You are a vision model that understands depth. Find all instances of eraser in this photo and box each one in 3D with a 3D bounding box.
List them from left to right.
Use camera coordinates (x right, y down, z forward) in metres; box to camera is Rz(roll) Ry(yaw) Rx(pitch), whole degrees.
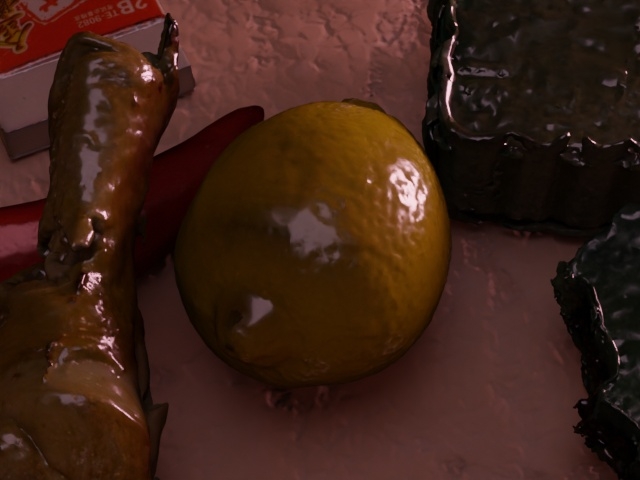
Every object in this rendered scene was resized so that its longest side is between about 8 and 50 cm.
[{"bbox_3d":[-0.213,-0.183,1.504,0.157,0.038,0.230,-22,58,-11],"label":"eraser"}]

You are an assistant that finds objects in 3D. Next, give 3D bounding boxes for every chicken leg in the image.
[{"bbox_3d":[-0.167,0.049,1.240,0.153,0.201,0.429,14,76,-22],"label":"chicken leg"}]

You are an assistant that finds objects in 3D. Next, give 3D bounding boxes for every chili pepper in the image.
[{"bbox_3d":[-0.198,-0.005,1.376,0.369,0.091,0.137,-13,39,-13],"label":"chili pepper"}]

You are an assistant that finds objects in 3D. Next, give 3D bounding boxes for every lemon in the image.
[{"bbox_3d":[0.000,0.000,1.297,0.184,0.184,0.248,17,49,13],"label":"lemon"}]

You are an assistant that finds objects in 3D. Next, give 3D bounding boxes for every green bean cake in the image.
[{"bbox_3d":[0.196,-0.132,1.397,0.241,0.132,0.255,0,56,3],"label":"green bean cake"},{"bbox_3d":[0.227,0.098,1.265,0.193,0.107,0.208,-40,63,-17],"label":"green bean cake"}]
